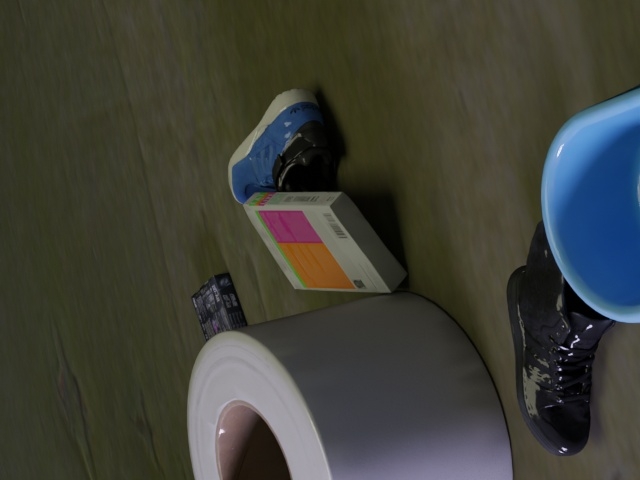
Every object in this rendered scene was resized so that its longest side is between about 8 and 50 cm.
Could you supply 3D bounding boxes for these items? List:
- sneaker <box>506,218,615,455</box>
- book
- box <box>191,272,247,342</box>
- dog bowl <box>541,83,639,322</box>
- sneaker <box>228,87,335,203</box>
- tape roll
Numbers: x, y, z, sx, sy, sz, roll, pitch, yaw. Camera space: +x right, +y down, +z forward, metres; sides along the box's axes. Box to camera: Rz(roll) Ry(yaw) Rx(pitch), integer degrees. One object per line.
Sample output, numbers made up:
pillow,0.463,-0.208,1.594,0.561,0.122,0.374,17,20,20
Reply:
sneaker,0.174,0.067,1.149,0.089,0.051,0.170,-22,78,64
book,0.000,0.000,1.394,0.096,0.035,0.144,53,156,-23
box,-0.100,0.082,1.652,0.067,0.018,0.083,-43,64,56
dog bowl,0.240,-0.032,0.979,0.297,0.074,0.166,-20,84,60
sneaker,-0.034,-0.057,1.449,0.152,0.058,0.085,-53,47,45
tape roll,0.018,0.175,1.338,0.246,0.169,0.246,27,122,53
